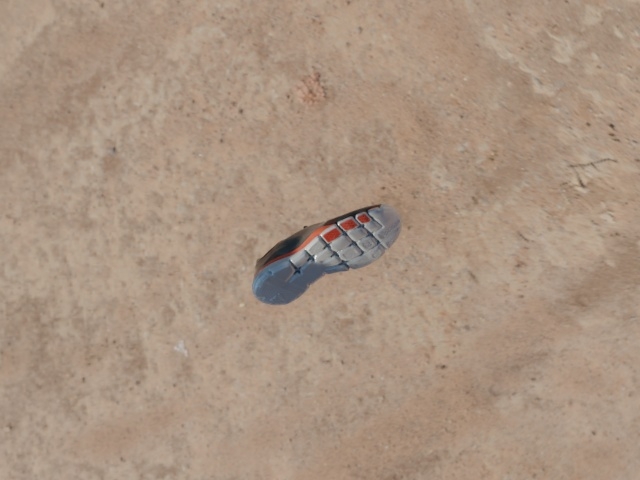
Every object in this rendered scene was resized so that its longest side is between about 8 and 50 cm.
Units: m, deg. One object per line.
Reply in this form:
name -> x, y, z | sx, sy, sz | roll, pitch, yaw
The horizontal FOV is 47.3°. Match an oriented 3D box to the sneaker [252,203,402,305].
sneaker -> 0.000, 0.000, 0.702 | 0.158, 0.061, 0.064 | -26, 36, 5
